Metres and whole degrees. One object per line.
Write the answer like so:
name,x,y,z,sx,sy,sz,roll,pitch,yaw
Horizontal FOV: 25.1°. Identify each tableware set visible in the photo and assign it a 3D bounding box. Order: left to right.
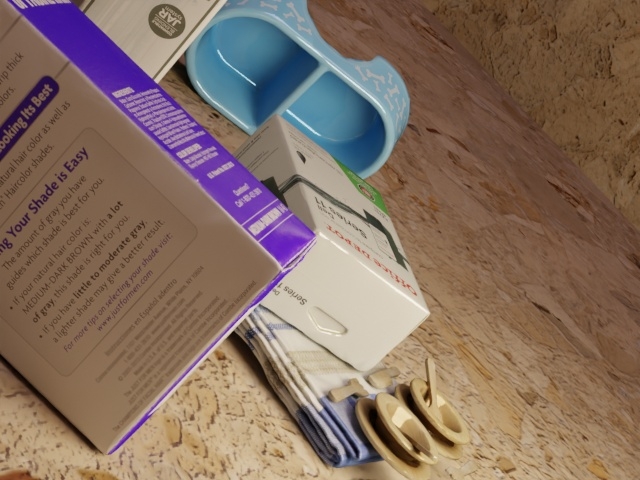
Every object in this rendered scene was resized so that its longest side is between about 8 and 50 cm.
tableware set,0.088,0.155,1.241,0.128,0.039,0.194,50,16,11

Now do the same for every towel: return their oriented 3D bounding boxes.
towel,-0.019,0.082,1.278,0.285,0.034,0.209,52,17,19

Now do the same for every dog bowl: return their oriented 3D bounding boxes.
dog bowl,-0.030,-0.177,1.644,0.297,0.166,0.074,37,30,-19

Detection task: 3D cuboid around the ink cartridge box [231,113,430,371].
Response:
ink cartridge box,0.000,0.000,1.305,0.153,0.087,0.208,36,20,-31

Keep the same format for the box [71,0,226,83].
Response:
box,-0.159,-0.188,1.174,0.087,0.290,0.169,35,22,-20

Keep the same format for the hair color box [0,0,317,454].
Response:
hair color box,-0.190,-0.046,0.955,0.339,0.185,0.110,44,18,-1
